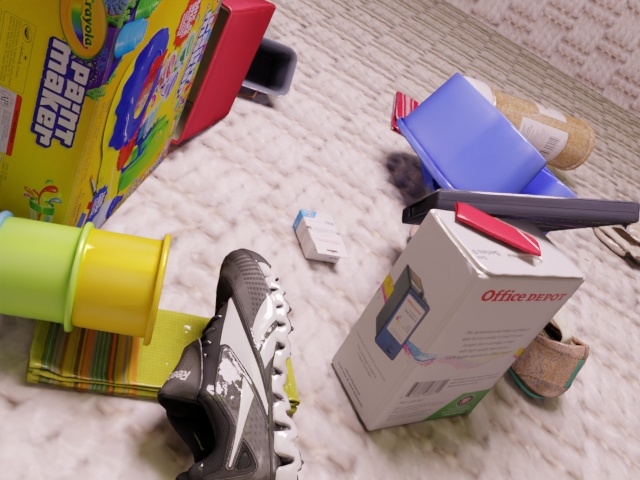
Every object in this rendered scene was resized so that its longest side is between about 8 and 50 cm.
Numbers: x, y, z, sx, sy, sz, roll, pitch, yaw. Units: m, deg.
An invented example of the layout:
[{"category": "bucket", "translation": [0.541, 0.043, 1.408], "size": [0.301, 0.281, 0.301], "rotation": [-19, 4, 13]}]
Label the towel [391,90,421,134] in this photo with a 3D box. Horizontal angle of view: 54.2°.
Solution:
[{"category": "towel", "translation": [0.277, -0.220, 1.317], "size": [0.274, 0.031, 0.199], "rotation": [25, 32, -7]}]

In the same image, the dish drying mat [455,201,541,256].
[{"category": "dish drying mat", "translation": [0.160, -0.011, 0.565], "size": [0.083, 0.008, 0.032], "rotation": [26, 30, -3]}]

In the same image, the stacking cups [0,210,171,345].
[{"category": "stacking cups", "translation": [-0.280, 0.005, 0.483], "size": [0.315, 0.096, 0.096], "rotation": [14, 36, -14]}]

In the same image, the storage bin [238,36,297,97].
[{"category": "storage bin", "translation": [-0.122, -0.293, 1.056], "size": [0.135, 0.098, 0.091], "rotation": [13, 9, -25]}]

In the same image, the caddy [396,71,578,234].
[{"category": "caddy", "translation": [0.251, -0.111, 1.018], "size": [0.241, 0.179, 0.341], "rotation": [36, 21, -35]}]

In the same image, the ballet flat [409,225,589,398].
[{"category": "ballet flat", "translation": [0.239, 0.058, 0.838], "size": [0.107, 0.106, 0.316], "rotation": [-2, 45, -40]}]

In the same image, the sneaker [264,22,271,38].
[{"category": "sneaker", "translation": [-0.207, -0.404, 1.107], "size": [0.169, 0.108, 0.292], "rotation": [10, 2, 18]}]

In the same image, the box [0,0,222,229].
[{"category": "box", "translation": [-0.239, -0.178, 0.606], "size": [0.176, 0.290, 0.279], "rotation": [27, 33, -5]}]

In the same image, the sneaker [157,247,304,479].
[{"category": "sneaker", "translation": [-0.079, 0.103, 0.512], "size": [0.106, 0.078, 0.235], "rotation": [11, 54, -30]}]

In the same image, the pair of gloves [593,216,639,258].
[{"category": "pair of gloves", "translation": [0.674, -0.010, 1.337], "size": [0.240, 0.042, 0.204], "rotation": [9, 38, -31]}]

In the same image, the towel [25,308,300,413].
[{"category": "towel", "translation": [-0.132, 0.098, 0.567], "size": [0.237, 0.021, 0.102], "rotation": [14, 37, -24]}]

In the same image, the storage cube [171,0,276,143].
[{"category": "storage cube", "translation": [-0.200, -0.272, 0.848], "size": [0.183, 0.215, 0.193], "rotation": [30, 26, 0]}]

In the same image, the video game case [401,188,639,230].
[{"category": "video game case", "translation": [0.209, -0.030, 0.733], "size": [0.195, 0.026, 0.274], "rotation": [4, -2, 0]}]

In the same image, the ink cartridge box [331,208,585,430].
[{"category": "ink cartridge box", "translation": [0.132, 0.081, 0.621], "size": [0.154, 0.213, 0.093], "rotation": [3, 41, -35]}]

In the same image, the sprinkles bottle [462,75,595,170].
[{"category": "sprinkles bottle", "translation": [0.409, -0.236, 1.302], "size": [0.355, 0.121, 0.121], "rotation": [10, 38, -29]}]

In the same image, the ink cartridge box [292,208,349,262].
[{"category": "ink cartridge box", "translation": [0.000, 0.000, 0.798], "size": [0.048, 0.028, 0.083], "rotation": [10, 37, -29]}]
